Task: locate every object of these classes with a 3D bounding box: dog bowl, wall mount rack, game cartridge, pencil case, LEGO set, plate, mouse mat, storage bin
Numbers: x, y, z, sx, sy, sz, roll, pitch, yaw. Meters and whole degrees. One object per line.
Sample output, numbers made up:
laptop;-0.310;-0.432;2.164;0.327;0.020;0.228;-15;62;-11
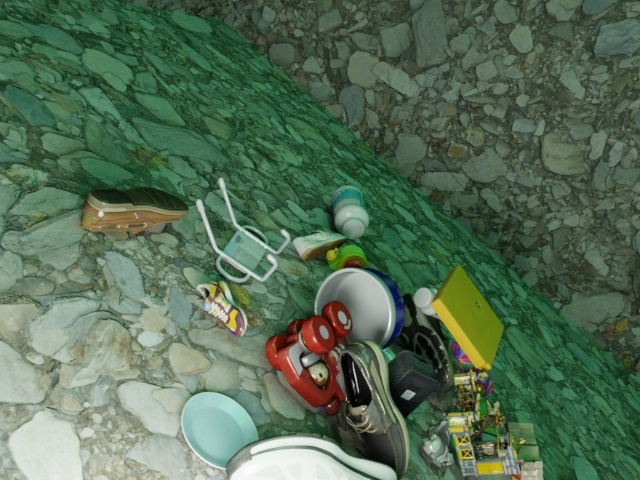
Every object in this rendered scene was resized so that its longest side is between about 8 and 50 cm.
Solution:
dog bowl;0.116;0.213;1.732;0.265;0.265;0.104;50;24;23
wall mount rack;-0.252;-0.029;1.794;0.304;0.130;0.350;36;24;-7
game cartridge;0.501;0.257;1.947;0.285;0.052;0.323;54;32;0
pencil case;0.533;0.443;2.009;0.104;0.104;0.236;-97;162;-56
LEGO set;0.505;0.537;1.715;0.331;0.191;0.255;-29;107;-69
plate;-0.217;0.409;1.231;0.188;0.024;0.188;32;25;-17
mouse mat;0.551;0.602;1.986;0.189;0.007;0.153;26;28;-30
storage bin;0.240;0.417;1.659;0.122;0.180;0.084;28;28;-23

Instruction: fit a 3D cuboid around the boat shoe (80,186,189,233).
boat shoe;-0.504;-0.078;1.566;0.307;0.105;0.110;3;34;-50

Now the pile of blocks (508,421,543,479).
pile of blocks;0.638;0.705;1.850;0.112;0.149;0.362;-1;8;15

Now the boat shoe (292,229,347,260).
boat shoe;0.000;0.000;2.129;0.096;0.098;0.277;49;28;18

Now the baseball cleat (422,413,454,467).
baseball cleat;0.354;0.592;1.681;0.110;0.072;0.205;60;30;7

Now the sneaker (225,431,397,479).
sneaker;0.024;0.554;1.144;0.447;0.169;0.258;27;26;-31

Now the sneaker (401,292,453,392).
sneaker;0.398;0.354;2.002;0.181;0.158;0.411;20;32;-27

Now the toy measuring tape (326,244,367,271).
toy measuring tape;0.164;0.100;2.171;0.330;0.121;0.121;26;28;-27

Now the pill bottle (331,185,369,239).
pill bottle;0.126;-0.113;2.437;0.146;0.146;0.264;29;27;-21

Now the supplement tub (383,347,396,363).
supplement tub;0.180;0.350;1.821;0.107;0.071;0.071;46;26;17

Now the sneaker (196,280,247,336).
sneaker;-0.262;0.182;1.511;0.083;0.070;0.185;-1;39;-42

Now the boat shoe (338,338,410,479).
boat shoe;0.116;0.433;1.460;0.130;0.132;0.356;2;65;-45

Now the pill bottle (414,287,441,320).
pill bottle;0.397;0.218;1.976;0.169;0.094;0.094;26;27;-40

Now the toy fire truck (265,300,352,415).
toy fire truck;0.007;0.324;1.547;0.254;0.169;0.302;60;28;1
